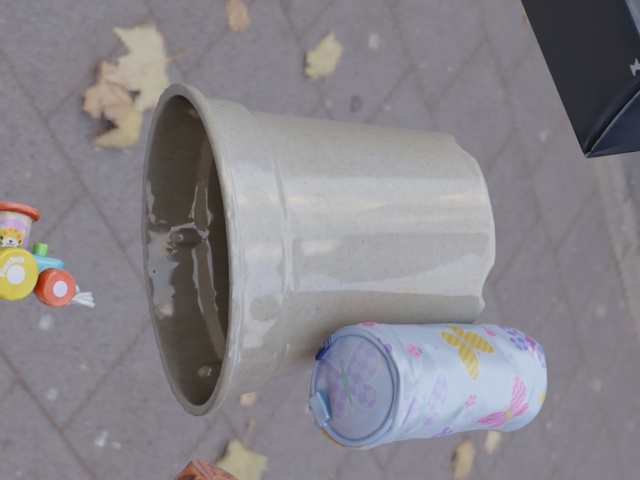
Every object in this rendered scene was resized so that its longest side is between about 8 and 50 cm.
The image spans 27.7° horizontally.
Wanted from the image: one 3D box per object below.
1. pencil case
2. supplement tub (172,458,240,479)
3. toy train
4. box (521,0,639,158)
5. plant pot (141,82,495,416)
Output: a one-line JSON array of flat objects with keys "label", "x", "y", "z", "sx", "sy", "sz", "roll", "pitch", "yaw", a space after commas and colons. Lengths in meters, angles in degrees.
[{"label": "pencil case", "x": 0.112, "y": 0.144, "z": 1.292, "sx": 0.273, "sy": 0.113, "sz": 0.124, "roll": 2, "pitch": 132, "yaw": -47}, {"label": "supplement tub", "x": -0.157, "y": 0.367, "z": 1.176, "sx": 0.316, "sy": 0.193, "sz": 0.193, "roll": -52, "pitch": 138, "yaw": 0}, {"label": "toy train", "x": -0.196, "y": -0.002, "z": 0.652, "sx": 0.125, "sy": 0.166, "sz": 0.046, "roll": 136, "pitch": -36, "yaw": -87}, {"label": "box", "x": 0.218, "y": -0.196, "z": 0.823, "sx": 0.184, "sy": 0.103, "sz": 0.261, "roll": -7, "pitch": 65, "yaw": -22}, {"label": "plant pot", "x": 0.000, "y": 0.000, "z": 1.357, "sx": 0.305, "sy": 0.334, "sz": 0.334, "roll": -4, "pitch": 105, "yaw": -22}]
